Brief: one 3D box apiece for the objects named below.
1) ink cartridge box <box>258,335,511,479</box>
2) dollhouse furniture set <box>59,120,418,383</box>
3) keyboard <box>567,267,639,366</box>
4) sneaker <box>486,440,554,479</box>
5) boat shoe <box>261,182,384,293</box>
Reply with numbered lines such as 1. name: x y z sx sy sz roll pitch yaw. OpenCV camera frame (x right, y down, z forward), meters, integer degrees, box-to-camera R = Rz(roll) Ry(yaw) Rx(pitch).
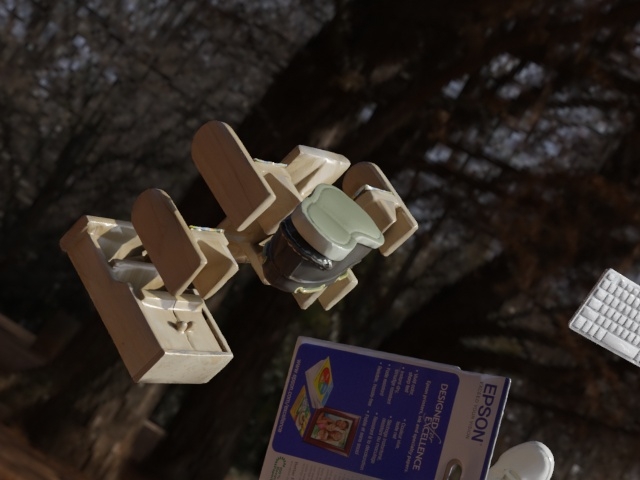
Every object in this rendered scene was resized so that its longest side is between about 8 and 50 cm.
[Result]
1. ink cartridge box: 0.069 0.290 1.661 0.307 0.303 0.072 9 -13 32
2. dollhouse furniture set: -0.142 -0.017 1.929 0.362 0.394 0.256 9 43 -55
3. keyboard: 0.351 0.101 1.428 0.256 0.072 0.014 27 5 -39
4. sneaker: 0.258 0.382 2.046 0.080 0.212 0.094 53 21 10
5. boat shoe: 0.000 0.000 1.251 0.081 0.068 0.228 44 13 7
